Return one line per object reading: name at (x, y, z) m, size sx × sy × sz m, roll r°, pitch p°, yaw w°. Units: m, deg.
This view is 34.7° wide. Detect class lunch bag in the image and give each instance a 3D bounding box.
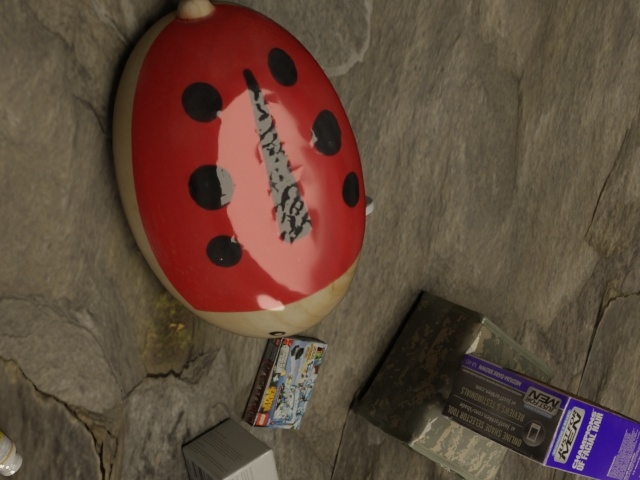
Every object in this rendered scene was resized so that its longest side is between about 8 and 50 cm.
lunch bag at (0.233, 0.253, 1.651) m, size 0.287 × 0.169 × 0.235 m, roll 37°, pitch 80°, yaw -38°

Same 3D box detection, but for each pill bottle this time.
pill bottle at (-0.385, 0.240, 1.192) m, size 0.043 × 0.043 × 0.083 m, roll -47°, pitch 131°, yaw -17°

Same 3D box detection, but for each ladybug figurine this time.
ladybug figurine at (-0.079, -0.072, 1.223) m, size 0.305 × 0.162 × 0.449 m, roll -29°, pitch 116°, yaw -19°

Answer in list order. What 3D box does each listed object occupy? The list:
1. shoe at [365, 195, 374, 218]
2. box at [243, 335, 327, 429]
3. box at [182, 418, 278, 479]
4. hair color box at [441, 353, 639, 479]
shoe at (0.000, 0.000, 1.424) m, size 0.178 × 0.063 × 0.081 m, roll -24°, pitch 123°, yaw -26°
box at (-0.050, 0.204, 1.480) m, size 0.094 × 0.027 × 0.137 m, roll 14°, pitch 97°, yaw -45°
box at (-0.121, 0.323, 1.414) m, size 0.087 × 0.101 × 0.102 m, roll -29°, pitch 125°, yaw -30°
hair color box at (0.358, 0.277, 1.531) m, size 0.339 × 0.185 × 0.110 m, roll 22°, pitch 89°, yaw -46°
